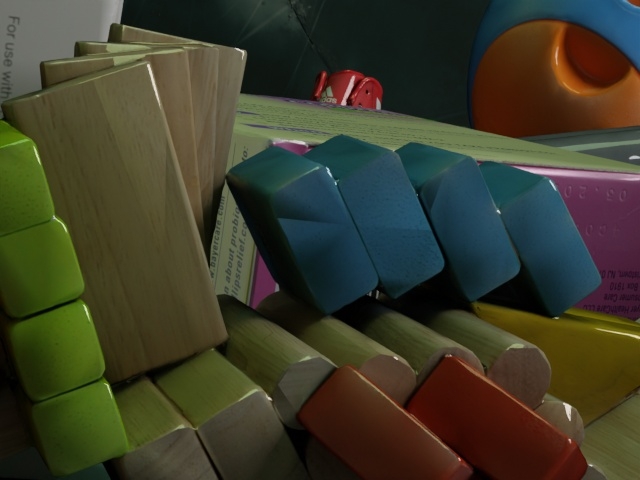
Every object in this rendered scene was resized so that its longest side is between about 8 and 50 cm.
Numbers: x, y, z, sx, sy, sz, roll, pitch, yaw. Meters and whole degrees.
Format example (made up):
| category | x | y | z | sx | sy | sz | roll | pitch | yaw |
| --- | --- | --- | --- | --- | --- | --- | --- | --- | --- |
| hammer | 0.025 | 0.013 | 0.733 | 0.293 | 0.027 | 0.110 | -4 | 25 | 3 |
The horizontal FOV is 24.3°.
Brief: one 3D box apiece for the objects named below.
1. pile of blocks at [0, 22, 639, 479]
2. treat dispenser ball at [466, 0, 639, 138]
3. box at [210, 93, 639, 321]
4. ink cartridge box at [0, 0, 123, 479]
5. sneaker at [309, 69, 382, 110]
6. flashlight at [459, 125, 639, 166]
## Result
| category | x | y | z | sx | sy | sz | roll | pitch | yaw |
| --- | --- | --- | --- | --- | --- | --- | --- | --- | --- |
| pile of blocks | -0.007 | 0.024 | 0.407 | 0.362 | 0.149 | 0.112 | 5 | 8 | -22 |
| treat dispenser ball | 0.261 | -0.121 | 1.189 | 0.288 | 0.288 | 0.288 | 8 | 8 | -1 |
| box | 0.000 | 0.000 | 0.695 | 0.213 | 0.117 | 0.243 | 3 | 11 | -33 |
| ink cartridge box | -0.196 | -0.028 | 0.504 | 0.233 | 0.168 | 0.171 | 6 | 9 | -15 |
| sneaker | -0.016 | -0.064 | 1.086 | 0.087 | 0.128 | 0.221 | 10 | 8 | 14 |
| flashlight | 0.171 | -0.024 | 0.980 | 0.304 | 0.103 | 0.103 | -8 | -25 | -15 |
